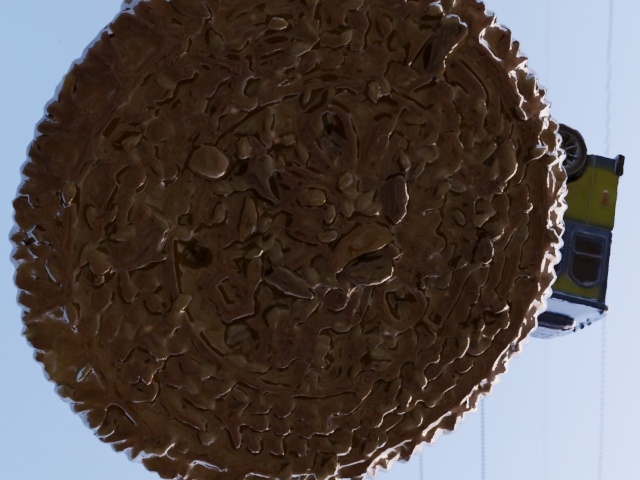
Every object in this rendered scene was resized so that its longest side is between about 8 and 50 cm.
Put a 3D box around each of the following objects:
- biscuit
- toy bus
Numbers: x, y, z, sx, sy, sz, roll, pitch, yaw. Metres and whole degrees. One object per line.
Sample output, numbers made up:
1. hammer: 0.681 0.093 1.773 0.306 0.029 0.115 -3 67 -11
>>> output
1. biscuit: 0.000 0.000 0.448 0.305 0.038 0.305 -6 -73 -20
2. toy bus: 0.113 -0.021 0.801 0.288 0.138 0.175 12 -106 -2
